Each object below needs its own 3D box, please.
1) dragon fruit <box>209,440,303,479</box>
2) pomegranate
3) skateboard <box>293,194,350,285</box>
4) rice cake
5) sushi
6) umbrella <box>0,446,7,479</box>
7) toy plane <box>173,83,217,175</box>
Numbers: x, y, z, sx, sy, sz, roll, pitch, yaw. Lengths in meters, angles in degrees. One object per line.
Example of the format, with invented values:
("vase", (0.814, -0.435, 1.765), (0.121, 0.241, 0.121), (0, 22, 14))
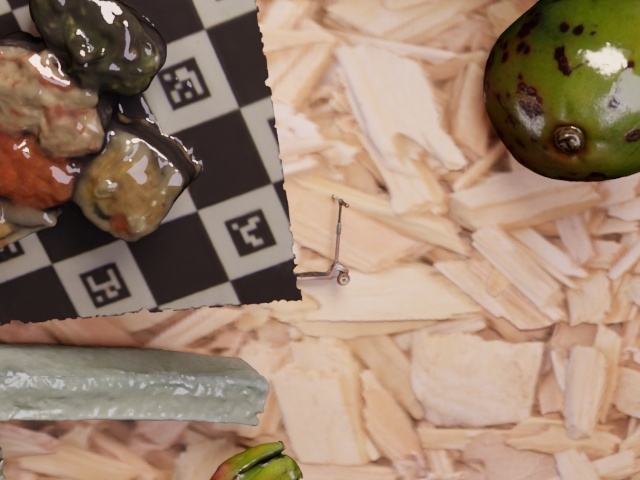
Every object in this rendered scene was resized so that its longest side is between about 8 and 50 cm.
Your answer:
("dragon fruit", (-0.099, 0.325, 1.089), (0.269, 0.198, 0.200), (-31, 109, -34))
("pomegranate", (0.268, -0.165, 1.142), (0.248, 0.202, 0.202), (-55, 131, -42))
("skateboard", (0.000, 0.000, 1.120), (0.064, 0.032, 0.083), (0, 109, -20))
("rice cake", (-0.203, 0.125, 1.018), (0.336, 0.066, 0.063), (8, 102, -32))
("sushi", (-0.199, -0.072, 0.852), (0.339, 0.069, 0.320), (-4, 112, 4))
("umbrella", (-0.289, 0.205, 0.998), (0.067, 0.062, 0.143), (-12, 123, 7))
("toy plane", (-0.090, -0.093, 0.980), (0.082, 0.160, 0.234), (-30, 144, 10))
